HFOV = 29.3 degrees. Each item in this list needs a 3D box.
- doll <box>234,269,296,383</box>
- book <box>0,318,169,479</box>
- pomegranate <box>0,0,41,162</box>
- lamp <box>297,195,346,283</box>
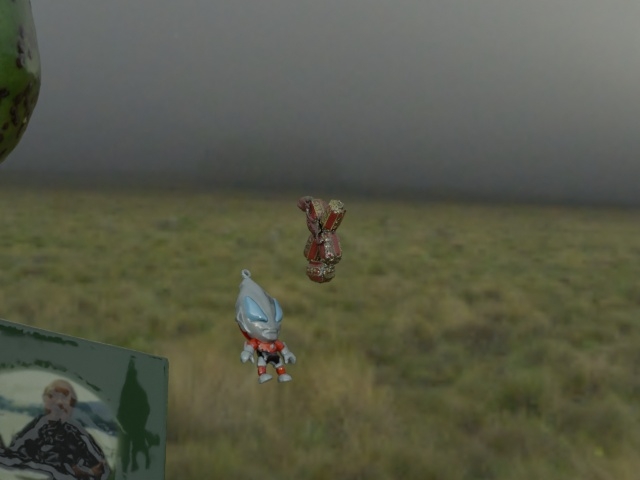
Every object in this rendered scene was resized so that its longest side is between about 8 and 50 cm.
[{"bbox_3d":[-0.055,0.075,1.106,0.057,0.114,0.039,-8,-23,-19],"label":"doll"},{"bbox_3d":[-0.254,0.244,1.043,0.260,0.370,0.043,18,-37,-29],"label":"book"},{"bbox_3d":[-0.371,-0.155,1.023,0.271,0.254,0.254,-20,16,-41],"label":"pomegranate"},{"bbox_3d":[0.000,0.000,1.191,0.031,0.083,0.063,0,6,-29],"label":"lamp"}]
